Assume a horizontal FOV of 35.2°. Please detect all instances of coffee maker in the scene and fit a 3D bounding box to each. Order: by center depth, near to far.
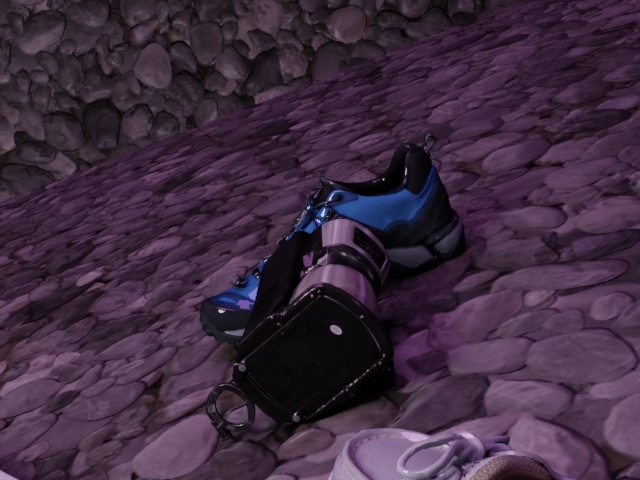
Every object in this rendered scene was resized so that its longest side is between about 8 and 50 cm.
[{"bbox_3d":[-0.019,0.071,0.911,0.171,0.120,0.178,-18,18,11],"label":"coffee maker"}]

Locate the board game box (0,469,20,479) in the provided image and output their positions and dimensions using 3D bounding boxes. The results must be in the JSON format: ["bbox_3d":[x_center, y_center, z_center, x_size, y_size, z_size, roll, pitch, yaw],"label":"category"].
[{"bbox_3d":[-0.365,0.265,0.802,0.233,0.078,0.347,-34,23,-34],"label":"board game box"}]

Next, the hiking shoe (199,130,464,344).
[{"bbox_3d":[0.000,0.000,1.064,0.304,0.132,0.113,-26,20,-15],"label":"hiking shoe"}]

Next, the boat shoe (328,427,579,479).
[{"bbox_3d":[0.120,0.151,0.510,0.118,0.103,0.320,-9,15,-33],"label":"boat shoe"}]
